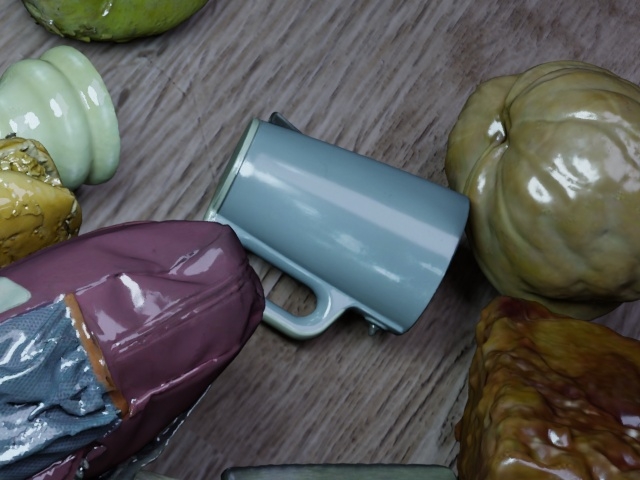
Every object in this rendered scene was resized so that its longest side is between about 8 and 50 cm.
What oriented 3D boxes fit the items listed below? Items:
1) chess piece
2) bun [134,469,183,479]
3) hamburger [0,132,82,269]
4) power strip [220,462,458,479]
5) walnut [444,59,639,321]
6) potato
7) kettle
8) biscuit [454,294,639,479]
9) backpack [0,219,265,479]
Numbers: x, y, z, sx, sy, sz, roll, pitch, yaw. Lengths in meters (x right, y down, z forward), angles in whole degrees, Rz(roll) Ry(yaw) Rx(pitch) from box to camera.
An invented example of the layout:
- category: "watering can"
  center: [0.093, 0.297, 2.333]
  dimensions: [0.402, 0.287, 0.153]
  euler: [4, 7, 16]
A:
- category: "chess piece"
  center: [-0.329, -0.080, 1.499]
  dimensions: [0.251, 0.144, 0.144]
  euler: [-24, 76, -31]
- category: "bun"
  center: [-0.148, 0.312, 1.320]
  dimensions: [0.273, 0.168, 0.273]
  euler: [5, 38, -4]
- category: "hamburger"
  center: [-0.315, 0.004, 1.413]
  dimensions: [0.214, 0.213, 0.108]
  euler: [-20, 62, -37]
- category: "power strip"
  center: [0.035, 0.331, 1.478]
  dimensions: [0.257, 0.092, 0.251]
  euler: [3, 64, -27]
- category: "walnut"
  center: [0.279, -0.053, 1.728]
  dimensions: [0.285, 0.296, 0.285]
  euler: [-1, 92, -28]
- category: "potato"
  center: [-0.210, -0.281, 1.698]
  dimensions: [0.251, 0.113, 0.149]
  euler: [-22, 67, -46]
- category: "kettle"
  center: [0.000, 0.000, 1.646]
  dimensions: [0.243, 0.160, 0.210]
  euler: [24, 81, -7]
- category: "biscuit"
  center: [0.299, 0.223, 1.536]
  dimensions: [0.343, 0.166, 0.395]
  euler: [16, 20, 1]
- category: "backpack"
  center: [-0.195, 0.097, 1.343]
  dimensions: [0.317, 0.283, 0.197]
  euler: [-29, 100, -28]
